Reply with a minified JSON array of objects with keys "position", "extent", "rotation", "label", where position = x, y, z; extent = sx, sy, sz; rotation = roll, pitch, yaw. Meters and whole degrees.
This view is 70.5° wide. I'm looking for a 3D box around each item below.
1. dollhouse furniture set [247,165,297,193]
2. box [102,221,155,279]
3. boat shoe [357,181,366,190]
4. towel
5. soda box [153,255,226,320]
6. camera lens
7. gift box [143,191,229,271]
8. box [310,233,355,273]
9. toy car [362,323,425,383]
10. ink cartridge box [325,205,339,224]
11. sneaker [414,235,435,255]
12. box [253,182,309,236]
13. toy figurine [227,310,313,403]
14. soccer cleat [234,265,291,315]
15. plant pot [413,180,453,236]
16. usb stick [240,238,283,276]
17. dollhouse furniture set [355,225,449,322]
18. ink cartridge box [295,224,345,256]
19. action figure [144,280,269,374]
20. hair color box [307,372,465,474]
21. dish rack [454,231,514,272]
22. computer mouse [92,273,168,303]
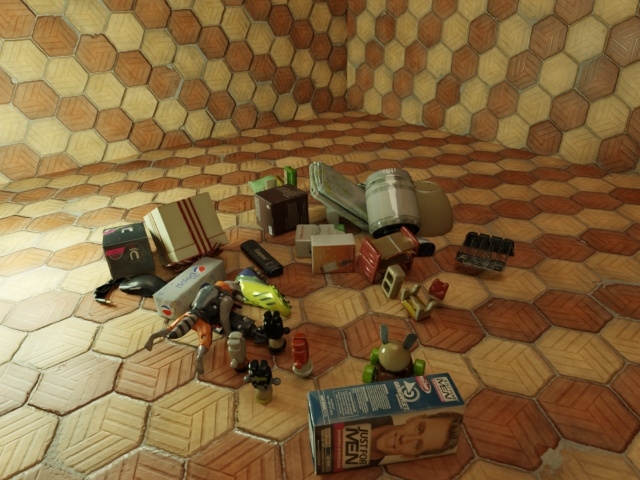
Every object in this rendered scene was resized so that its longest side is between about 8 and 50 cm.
[{"position":[-0.276,-0.341,2.495],"extent":[0.197,0.151,0.301],"rotation":[-15,31,-22],"label":"dollhouse furniture set"},{"position":[-0.766,0.033,1.803],"extent":[0.165,0.143,0.270],"rotation":[-15,21,-22],"label":"box"},{"position":[0.242,-0.253,2.401],"extent":[0.070,0.078,0.219],"rotation":[-7,22,-12],"label":"boat shoe"},{"position":[0.110,-0.204,2.131],"extent":[0.374,0.090,0.320],"rotation":[31,26,-20],"label":"towel"},{"position":[-0.466,0.169,1.646],"extent":[0.098,0.091,0.286],"rotation":[10,30,22],"label":"soda box"},{"position":[0.309,-0.145,1.956],"extent":[0.219,0.219,0.274],"rotation":[-4,69,-4],"label":"camera lens"},{"position":[-0.534,-0.025,1.797],"extent":[0.255,0.258,0.276],"rotation":[-24,7,-29],"label":"gift box"},{"position":[0.049,0.052,1.794],"extent":[0.170,0.130,0.091],"rotation":[-3,28,-2],"label":"box"},{"position":[0.209,0.313,1.255],"extent":[0.155,0.188,0.149],"rotation":[11,31,20],"label":"toy car"},{"position":[0.056,-0.122,2.138],"extent":[0.056,0.099,0.135],"rotation":[-7,28,0],"label":"ink cartridge box"},{"position":[0.370,0.024,1.899],"extent":[0.211,0.080,0.081],"rotation":[5,22,-8],"label":"sneaker"},{"position":[-0.181,-0.148,2.125],"extent":[0.203,0.169,0.167],"rotation":[-20,34,-30],"label":"box"},{"position":[-0.146,0.332,1.297],"extent":[0.209,0.148,0.213],"rotation":[-29,41,-31],"label":"toy figurine"},{"position":[-0.210,0.200,1.613],"extent":[0.121,0.093,0.289],"rotation":[-45,48,-11],"label":"soccer cleat"},{"position":[0.482,-0.166,2.107],"extent":[0.284,0.191,0.284],"rotation":[0,29,0],"label":"plant pot"},{"position":[-0.244,0.068,1.864],"extent":[0.077,0.045,0.278],"rotation":[-18,33,-29],"label":"usb stick"},{"position":[0.314,0.134,1.661],"extent":[0.201,0.152,0.374],"rotation":[-15,49,-24],"label":"dollhouse furniture set"},{"position":[0.000,0.000,1.934],"extent":[0.208,0.087,0.153],"rotation":[1,29,2],"label":"ink cartridge box"},{"position":[-0.328,0.248,1.421],"extent":[0.341,0.179,0.330],"rotation":[9,40,21],"label":"action figure"},{"position":[0.149,0.429,1.064],"extent":[0.347,0.174,0.105],"rotation":[-6,30,-7],"label":"hair color box"},{"position":[0.660,0.057,1.825],"extent":[0.208,0.074,0.271],"rotation":[13,34,26],"label":"dish rack"},{"position":[-0.711,0.174,1.680],"extent":[0.262,0.060,0.184],"rotation":[8,30,17],"label":"computer mouse"}]
